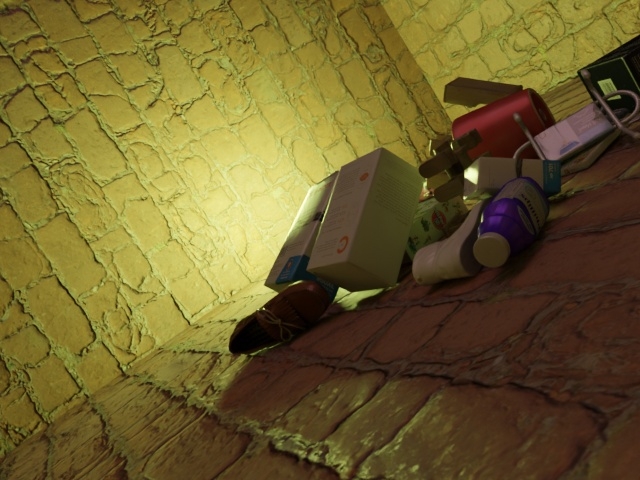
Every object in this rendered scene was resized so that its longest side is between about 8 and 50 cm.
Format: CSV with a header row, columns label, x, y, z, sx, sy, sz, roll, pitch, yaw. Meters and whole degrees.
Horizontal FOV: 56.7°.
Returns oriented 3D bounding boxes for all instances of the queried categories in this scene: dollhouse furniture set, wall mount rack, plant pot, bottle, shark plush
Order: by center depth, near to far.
label,x,y,z,sx,sy,sz,roll,pitch,yaw
bottle,0.390,-0.036,1.219,0.092,0.118,0.283,-27,7,41
wall mount rack,0.651,-0.270,1.513,0.350,0.130,0.304,-32,46,22
dollhouse furniture set,0.372,-0.147,1.615,0.161,0.242,0.212,-27,8,45
shark plush,0.818,-0.337,1.734,0.161,0.073,0.067,-30,25,-2
plant pot,0.572,-0.317,1.799,0.243,0.275,0.275,-31,6,34
dollhouse furniture set,0.616,-0.415,2.332,0.256,0.394,0.362,17,33,27

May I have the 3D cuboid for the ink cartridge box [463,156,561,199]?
label,x,y,z,sx,sy,sz,roll,pitch,yaw
ink cartridge box,0.452,-0.141,1.412,0.191,0.082,0.139,4,-7,-1

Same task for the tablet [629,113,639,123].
label,x,y,z,sx,sy,sz,roll,pitch,yaw
tablet,0.876,-0.338,1.694,0.083,0.006,0.054,-27,9,47

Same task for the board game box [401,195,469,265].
label,x,y,z,sx,sy,sz,roll,pitch,yaw
board game box,0.279,-0.025,1.821,0.303,0.097,0.224,-38,9,-33

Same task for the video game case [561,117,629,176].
label,x,y,z,sx,sy,sz,roll,pitch,yaw
video game case,0.702,-0.239,1.627,0.227,0.026,0.206,-40,8,-25

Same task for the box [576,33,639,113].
label,x,y,z,sx,sy,sz,roll,pitch,yaw
box,1.002,-0.531,1.761,0.312,0.179,0.343,-32,6,8

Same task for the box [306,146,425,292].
label,x,y,z,sx,sy,sz,roll,pitch,yaw
box,0.127,-0.050,1.647,0.215,0.168,0.345,-16,51,59

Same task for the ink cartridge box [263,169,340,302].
label,x,y,z,sx,sy,sz,roll,pitch,yaw
ink cartridge box,0.000,0.000,1.950,0.395,0.166,0.285,-65,16,-16

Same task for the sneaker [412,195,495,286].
label,x,y,z,sx,sy,sz,roll,pitch,yaw
sneaker,0.315,0.001,1.370,0.169,0.108,0.292,-22,13,45

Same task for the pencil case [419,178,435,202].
label,x,y,z,sx,sy,sz,roll,pitch,yaw
pencil case,0.419,-0.220,2.570,0.124,0.124,0.284,-36,8,-30

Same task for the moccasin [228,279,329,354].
label,x,y,z,sx,sy,sz,roll,pitch,yaw
moccasin,-0.127,0.228,1.689,0.380,0.139,0.147,-26,15,33
